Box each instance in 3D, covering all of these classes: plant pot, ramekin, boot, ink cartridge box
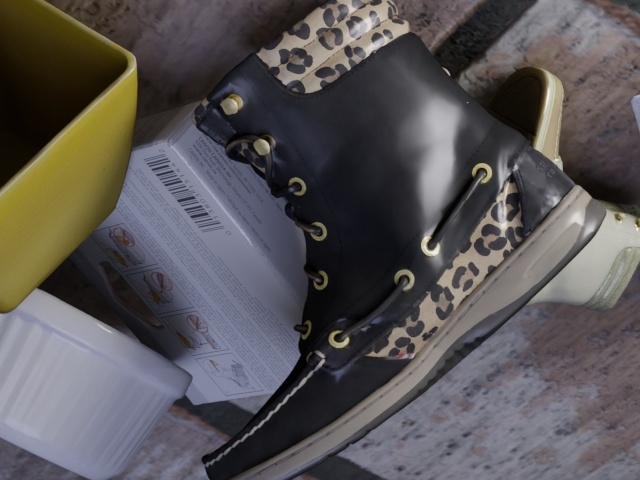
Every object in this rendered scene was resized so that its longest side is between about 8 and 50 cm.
[{"bbox_3d":[-0.276,-0.066,1.207,0.212,0.212,0.187,32,155,23],"label":"plant pot"},{"bbox_3d":[-0.265,0.119,1.372,0.273,0.127,0.273,26,171,5],"label":"ramekin"},{"bbox_3d":[0.000,0.000,1.185,0.377,0.138,0.284,-39,87,3],"label":"boot"},{"bbox_3d":[-0.108,0.023,1.366,0.261,0.066,0.296,-10,125,49],"label":"ink cartridge box"},{"bbox_3d":[0.212,-0.040,1.299,0.165,0.077,0.213,3,104,-31],"label":"boot"}]

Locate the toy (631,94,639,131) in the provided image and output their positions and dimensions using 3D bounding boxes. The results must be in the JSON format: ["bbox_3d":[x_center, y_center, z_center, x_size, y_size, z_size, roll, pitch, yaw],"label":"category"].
[{"bbox_3d":[0.351,-0.075,1.276,0.137,0.056,0.237,-15,136,14],"label":"toy"}]

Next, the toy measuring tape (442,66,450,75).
[{"bbox_3d":[0.107,0.006,1.333,0.121,0.121,0.330,7,130,-2],"label":"toy measuring tape"}]
